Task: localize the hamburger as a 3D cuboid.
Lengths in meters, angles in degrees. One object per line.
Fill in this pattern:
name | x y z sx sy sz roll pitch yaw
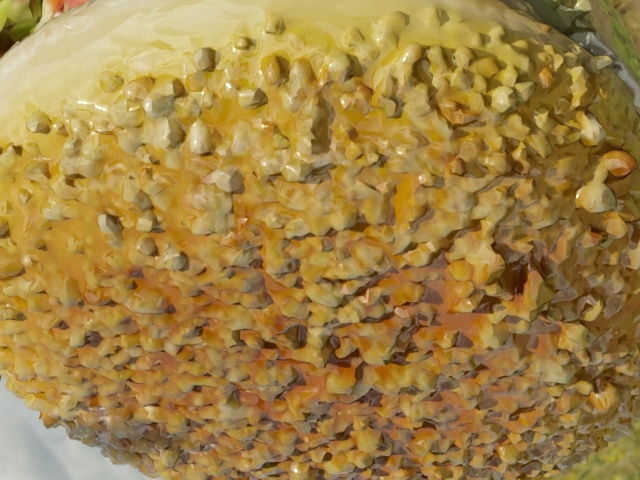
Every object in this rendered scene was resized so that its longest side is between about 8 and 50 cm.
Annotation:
hamburger | 0.000 0.000 0.457 0.302 0.302 0.170 57 -151 -33
